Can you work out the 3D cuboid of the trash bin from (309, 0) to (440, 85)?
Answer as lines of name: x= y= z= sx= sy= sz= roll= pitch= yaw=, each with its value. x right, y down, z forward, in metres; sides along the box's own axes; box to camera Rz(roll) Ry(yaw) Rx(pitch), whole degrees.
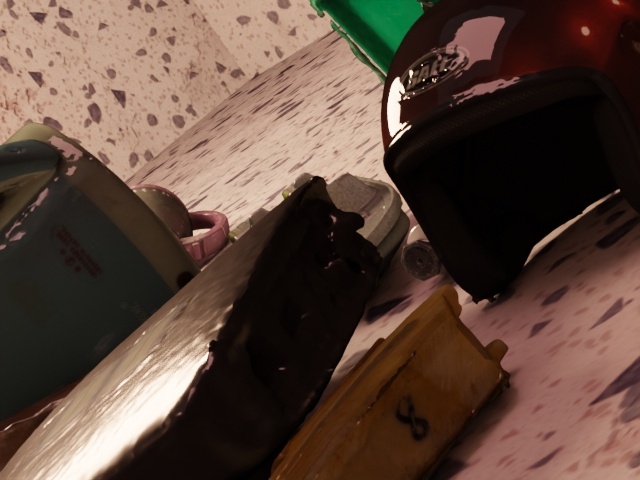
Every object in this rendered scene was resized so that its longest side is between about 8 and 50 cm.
trash bin: x=0.206 y=-0.309 z=1.767 sx=0.381 sy=0.295 sz=0.259 roll=-49 pitch=14 yaw=-17

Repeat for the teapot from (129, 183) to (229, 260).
teapot: x=-0.188 y=0.009 z=2.049 sx=0.146 sy=0.148 sz=0.116 roll=-118 pitch=47 yaw=-69

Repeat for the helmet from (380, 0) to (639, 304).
helmet: x=0.139 y=-0.075 z=1.095 sx=0.216 sy=0.193 sz=0.189 roll=14 pitch=-28 yaw=-41

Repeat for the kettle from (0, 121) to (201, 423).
kettle: x=-0.310 y=0.071 z=1.536 sx=0.342 sy=0.319 sz=0.247 roll=-45 pitch=47 yaw=-15

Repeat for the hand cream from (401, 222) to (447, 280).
hand cream: x=0.116 y=-0.024 z=1.301 sx=0.067 sy=0.042 sz=0.194 roll=-29 pitch=7 yaw=38

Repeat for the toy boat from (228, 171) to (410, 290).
toy boat: x=0.000 y=0.000 z=1.417 sx=0.141 sy=0.092 sz=0.319 roll=-38 pitch=11 yaw=-7

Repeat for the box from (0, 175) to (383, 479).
box: x=-0.120 y=0.130 z=1.113 sx=0.350 sy=0.091 sz=0.359 roll=-41 pitch=7 yaw=23

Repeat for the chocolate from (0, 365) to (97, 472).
chocolate: x=-0.240 y=0.183 z=1.390 sx=0.254 sy=0.080 sz=0.157 roll=-30 pitch=2 yaw=-13

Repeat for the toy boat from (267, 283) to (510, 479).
toy boat: x=0.022 y=0.111 z=0.912 sx=0.226 sy=0.068 sz=0.088 roll=-46 pitch=9 yaw=-36
